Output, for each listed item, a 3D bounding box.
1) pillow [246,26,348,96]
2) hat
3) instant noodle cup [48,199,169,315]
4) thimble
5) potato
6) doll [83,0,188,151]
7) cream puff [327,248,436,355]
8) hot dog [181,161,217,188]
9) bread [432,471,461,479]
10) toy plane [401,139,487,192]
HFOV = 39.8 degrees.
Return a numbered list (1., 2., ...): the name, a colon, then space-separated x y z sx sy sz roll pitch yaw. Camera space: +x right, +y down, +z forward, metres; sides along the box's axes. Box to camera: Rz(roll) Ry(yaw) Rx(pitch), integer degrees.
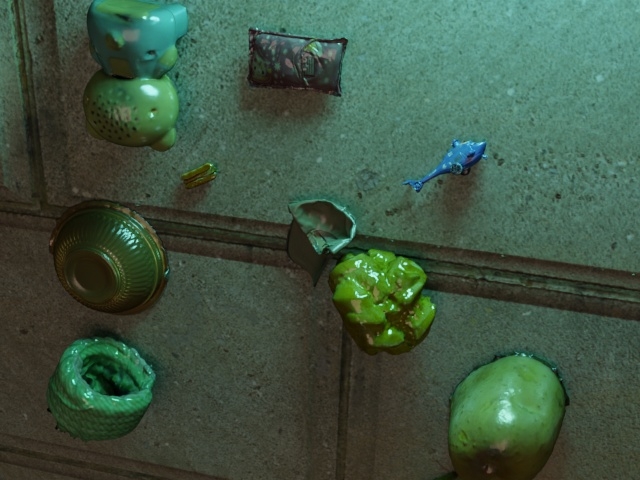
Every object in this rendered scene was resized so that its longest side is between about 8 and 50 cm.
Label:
1. pillow: -0.041 -0.315 1.553 0.184 0.043 0.118 12 124 14
2. hat: 0.000 0.000 1.686 0.147 0.085 0.175 50 146 26
3. instant noodle cup: -0.452 0.056 1.819 0.273 0.091 0.274 6 115 13
4. thimble: -0.467 0.319 1.886 0.219 0.219 0.150 32 121 -1
5. potato: 0.341 0.369 1.679 0.242 0.242 0.285 37 122 -3
6. doll: -0.335 -0.293 1.578 0.176 0.161 0.261 12 115 8
7. cream puff: 0.119 0.112 1.642 0.194 0.195 0.221 -23 111 24
8. hot dog: -0.233 -0.126 1.709 0.083 0.021 0.037 -17 99 23
9. bread: 0.274 0.542 1.850 0.139 0.084 0.074 -30 103 25
10. toy plane: 0.222 -0.133 1.565 0.167 0.054 0.062 -33 78 26
